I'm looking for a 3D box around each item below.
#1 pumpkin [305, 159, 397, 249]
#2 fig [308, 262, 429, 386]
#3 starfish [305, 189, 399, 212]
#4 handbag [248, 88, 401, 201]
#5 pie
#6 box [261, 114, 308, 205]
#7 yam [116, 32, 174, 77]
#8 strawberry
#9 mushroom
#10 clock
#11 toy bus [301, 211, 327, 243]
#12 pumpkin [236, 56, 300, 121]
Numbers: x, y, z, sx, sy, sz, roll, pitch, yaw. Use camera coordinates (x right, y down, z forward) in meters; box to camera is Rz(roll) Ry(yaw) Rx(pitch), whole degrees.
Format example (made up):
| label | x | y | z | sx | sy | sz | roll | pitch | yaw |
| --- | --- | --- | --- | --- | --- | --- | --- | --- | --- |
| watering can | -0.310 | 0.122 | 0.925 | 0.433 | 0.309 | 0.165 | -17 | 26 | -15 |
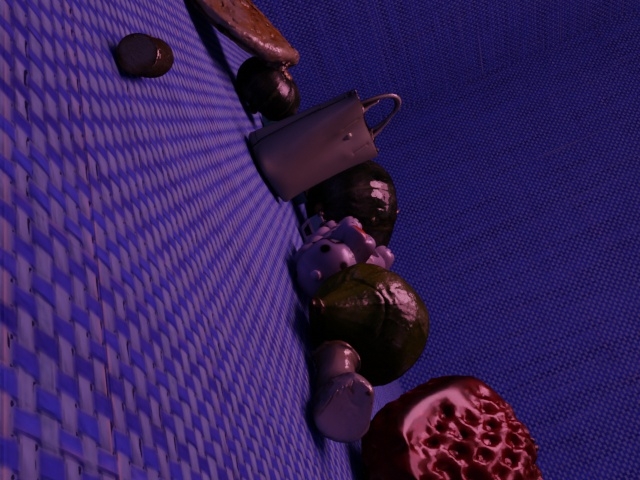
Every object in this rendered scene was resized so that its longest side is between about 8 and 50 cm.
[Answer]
| label | x | y | z | sx | sy | sz | roll | pitch | yaw |
| --- | --- | --- | --- | --- | --- | --- | --- | --- | --- |
| pumpkin | 0.081 | -0.071 | 1.762 | 0.300 | 0.207 | 0.300 | -16 | -108 | 61 |
| fig | 0.063 | 0.130 | 1.074 | 0.203 | 0.203 | 0.235 | 69 | 15 | 16 |
| starfish | 0.066 | -0.039 | 2.040 | 0.398 | 0.132 | 0.384 | -2 | -69 | 55 |
| handbag | 0.026 | -0.201 | 1.386 | 0.241 | 0.315 | 0.109 | 56 | 14 | -65 |
| pie | -0.169 | -0.473 | 1.417 | 0.339 | 0.077 | 0.339 | 41 | 18 | -16 |
| box | -0.095 | -0.222 | 1.795 | 0.162 | 0.041 | 0.229 | 63 | 7 | -46 |
| yam | -0.173 | -0.184 | 0.679 | 0.094 | 0.043 | 0.043 | -95 | 162 | -79 |
| strawberry | 0.189 | 0.379 | 1.117 | 0.345 | 0.295 | 0.317 | 15 | 64 | -43 |
| mushroom | 0.026 | 0.202 | 0.930 | 0.223 | 0.081 | 0.092 | -101 | -172 | -82 |
| clock | 0.028 | 0.045 | 1.281 | 0.254 | 0.189 | 0.189 | 12 | 55 | -77 |
| toy bus | 0.000 | 0.000 | 1.620 | 0.060 | 0.075 | 0.123 | 12 | 55 | -78 |
| pumpkin | -0.121 | -0.349 | 1.567 | 0.167 | 0.125 | 0.167 | 57 | 19 | -31 |
